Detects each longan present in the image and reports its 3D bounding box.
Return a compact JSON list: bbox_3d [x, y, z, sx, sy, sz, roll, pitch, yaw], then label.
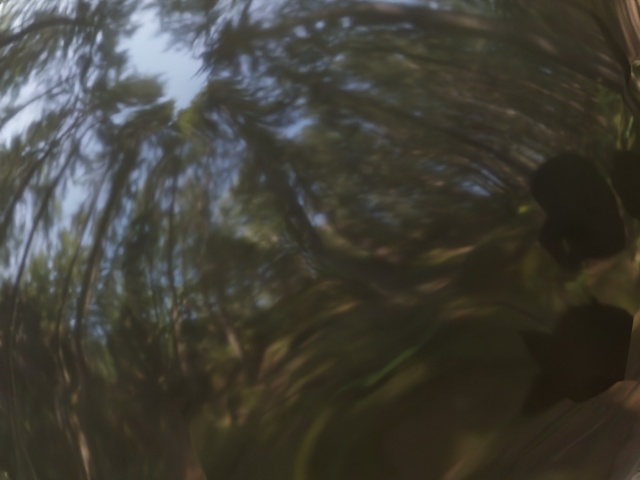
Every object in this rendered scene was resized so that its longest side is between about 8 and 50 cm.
[{"bbox_3d":[0.000,0.000,0.632,0.404,0.336,0.405,-8,78,46],"label":"longan"}]

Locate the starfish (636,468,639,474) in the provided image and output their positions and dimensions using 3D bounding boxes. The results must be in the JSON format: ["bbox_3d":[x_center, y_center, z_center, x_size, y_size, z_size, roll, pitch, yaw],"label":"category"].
[{"bbox_3d":[0.292,0.148,1.207,0.217,0.223,0.050,-59,4,48],"label":"starfish"}]
